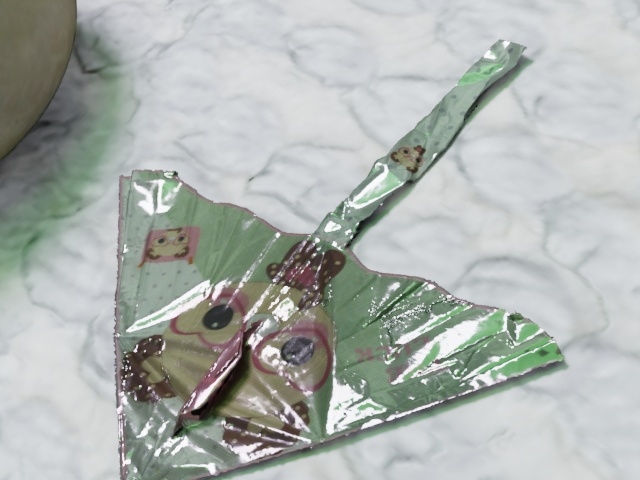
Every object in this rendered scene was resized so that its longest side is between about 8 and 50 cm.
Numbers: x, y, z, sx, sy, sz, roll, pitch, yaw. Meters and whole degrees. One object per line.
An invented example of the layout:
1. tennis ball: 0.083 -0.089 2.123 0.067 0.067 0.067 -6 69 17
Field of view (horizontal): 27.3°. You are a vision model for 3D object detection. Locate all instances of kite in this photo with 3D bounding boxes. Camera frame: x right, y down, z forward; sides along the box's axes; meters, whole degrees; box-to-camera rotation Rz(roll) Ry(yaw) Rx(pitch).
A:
1. kite: 0.000 0.001 0.523 0.229 0.012 0.250 25 63 35

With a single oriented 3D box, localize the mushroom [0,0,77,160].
1. mushroom: -0.222 -0.108 0.600 0.204 0.204 0.204 -11 48 13
